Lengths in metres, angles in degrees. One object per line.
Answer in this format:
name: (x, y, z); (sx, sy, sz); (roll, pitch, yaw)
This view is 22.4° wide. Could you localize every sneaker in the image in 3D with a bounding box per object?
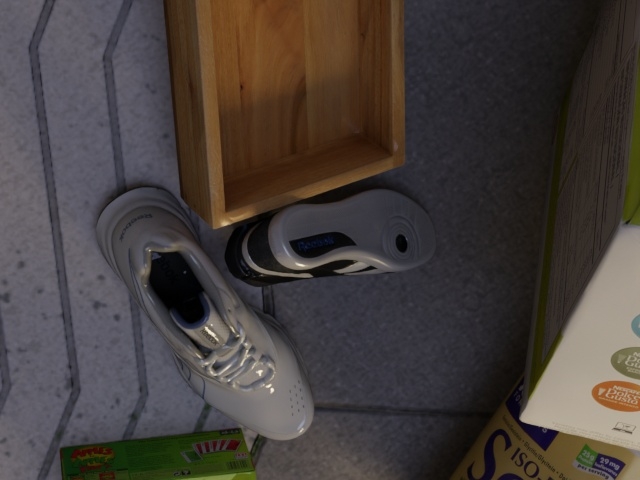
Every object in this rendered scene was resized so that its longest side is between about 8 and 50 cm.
sneaker: (-0.104, 0.088, 1.508); (0.111, 0.129, 0.297); (-39, 114, 1)
sneaker: (0.000, 0.000, 1.533); (0.217, 0.121, 0.079); (0, 79, -45)

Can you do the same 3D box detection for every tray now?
tray: (-0.032, -0.228, 1.366); (0.203, 0.076, 0.411); (-19, 125, -25)

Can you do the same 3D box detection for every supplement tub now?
supplement tub: (0.269, 0.239, 1.586); (0.241, 0.241, 0.331); (29, 101, -20)

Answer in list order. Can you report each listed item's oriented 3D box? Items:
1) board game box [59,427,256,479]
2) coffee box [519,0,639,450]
board game box: (-0.158, 0.230, 1.567); (0.181, 0.092, 0.043); (-5, 110, -11)
coffee box: (0.379, -0.026, 1.351); (0.338, 0.338, 0.334); (13, 147, -1)
